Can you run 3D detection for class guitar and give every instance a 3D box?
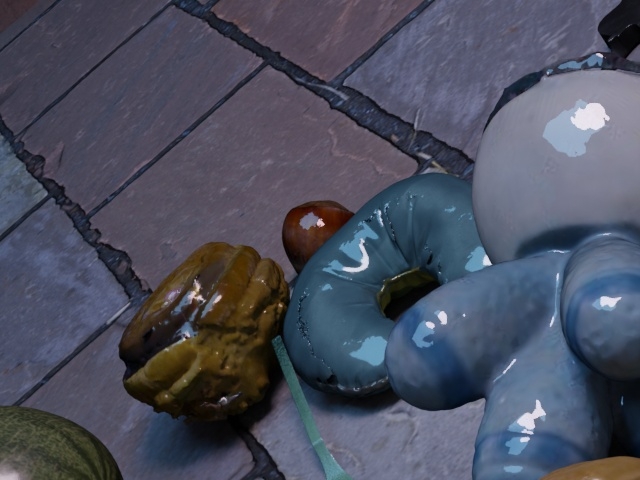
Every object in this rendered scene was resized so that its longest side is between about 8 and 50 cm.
[{"bbox_3d":[0.285,-0.187,1.766,0.233,0.025,0.088,-48,31,-17],"label":"guitar"}]

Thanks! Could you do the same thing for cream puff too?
[{"bbox_3d":[-0.099,0.091,1.711,0.189,0.129,0.189,-46,14,15],"label":"cream puff"}]

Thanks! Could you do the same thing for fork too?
[{"bbox_3d":[-0.004,0.160,1.562,0.039,0.021,0.235,-32,39,8],"label":"fork"}]

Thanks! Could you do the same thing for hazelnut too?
[{"bbox_3d":[0.000,0.000,1.799,0.086,0.086,0.086,-31,26,18],"label":"hazelnut"}]

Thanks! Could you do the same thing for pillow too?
[{"bbox_3d":[0.064,0.039,1.632,0.233,0.086,0.214,-41,30,2],"label":"pillow"}]

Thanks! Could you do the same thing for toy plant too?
[{"bbox_3d":[0.182,0.061,1.287,0.247,0.247,0.332,-17,37,39],"label":"toy plant"}]

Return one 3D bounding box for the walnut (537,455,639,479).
[{"bbox_3d":[0.166,0.221,1.107,0.197,0.165,0.165,-46,26,-6],"label":"walnut"}]

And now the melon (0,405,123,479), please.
[{"bbox_3d":[-0.301,0.265,1.573,0.302,0.237,0.237,-26,28,23],"label":"melon"}]
